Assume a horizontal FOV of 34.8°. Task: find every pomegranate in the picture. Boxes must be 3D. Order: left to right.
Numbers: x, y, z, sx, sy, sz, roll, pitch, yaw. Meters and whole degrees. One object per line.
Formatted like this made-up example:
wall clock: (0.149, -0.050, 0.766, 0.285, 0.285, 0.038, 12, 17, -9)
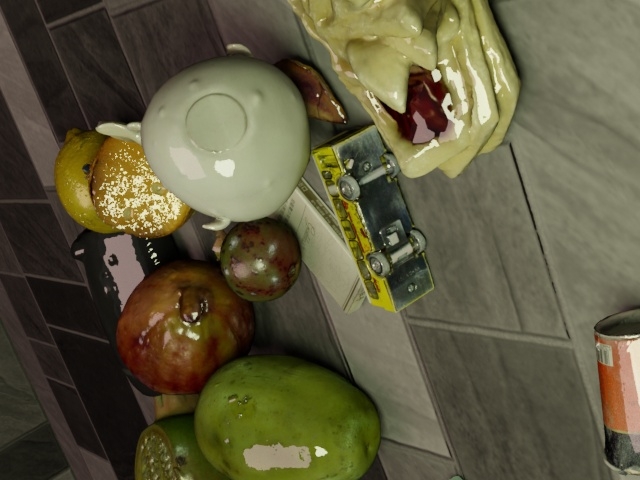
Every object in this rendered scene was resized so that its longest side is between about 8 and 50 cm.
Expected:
pomegranate: (-0.227, 0.423, 1.965, 0.310, 0.216, 0.358, 134, 134, -59)
pomegranate: (-0.090, 0.027, 1.428, 0.130, 0.130, 0.130, 36, 142, 35)

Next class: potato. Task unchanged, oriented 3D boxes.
potato: (-0.054, 0.281, 1.552, 0.304, 0.216, 0.216, 11, 127, 27)

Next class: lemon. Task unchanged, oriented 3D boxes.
lemon: (-0.365, -0.105, 1.735, 0.206, 0.173, 0.173, 58, 150, 8)

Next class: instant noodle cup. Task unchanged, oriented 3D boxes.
instant noodle cup: (0.321, 0.141, 0.990, 0.127, 0.127, 0.136, -2, 105, 57)

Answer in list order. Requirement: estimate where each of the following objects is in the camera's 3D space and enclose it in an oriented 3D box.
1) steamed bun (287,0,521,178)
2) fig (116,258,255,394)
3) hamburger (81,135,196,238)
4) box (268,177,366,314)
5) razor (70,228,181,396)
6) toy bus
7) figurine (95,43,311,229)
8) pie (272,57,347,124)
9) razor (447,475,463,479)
steamed bun: (0.046, -0.254, 0.990, 0.247, 0.189, 0.428, -26, 93, 58)
fig: (-0.217, 0.143, 1.690, 0.224, 0.224, 0.263, 53, 128, 12)
hamburger: (-0.264, -0.100, 1.598, 0.182, 0.191, 0.118, 40, -173, -12)
box: (0.000, 0.000, 1.425, 0.198, 0.029, 0.109, 50, 149, 19)
razor: (-0.316, 0.117, 1.865, 0.204, 0.113, 0.349, -15, 104, 27)
toy bus: (0.069, -0.028, 1.256, 0.074, 0.081, 0.226, 8, 125, 59)
figurine: (-0.150, -0.118, 1.340, 0.394, 0.274, 0.227, 112, 171, -84)
pie: (-0.031, -0.189, 1.307, 0.170, 0.034, 0.092, 8, 125, 54)
razor: (0.177, 0.446, 1.508, 0.111, 0.056, 0.278, 39, 144, 34)
